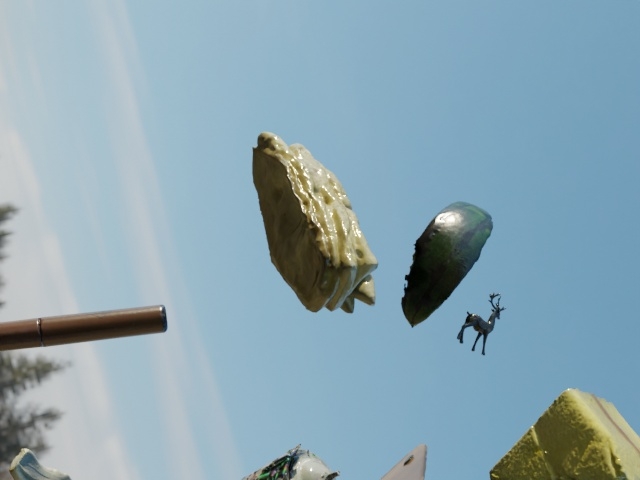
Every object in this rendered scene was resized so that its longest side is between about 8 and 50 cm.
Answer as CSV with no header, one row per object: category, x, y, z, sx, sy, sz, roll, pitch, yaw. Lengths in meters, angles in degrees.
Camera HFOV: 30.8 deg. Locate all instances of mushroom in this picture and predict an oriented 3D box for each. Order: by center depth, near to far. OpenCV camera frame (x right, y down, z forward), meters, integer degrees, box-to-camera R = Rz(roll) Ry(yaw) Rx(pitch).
mushroom,-0.445,0.389,1.867,0.202,0.054,0.059,60,27,-56

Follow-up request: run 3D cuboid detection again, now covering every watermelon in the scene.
watermelon,0.247,0.031,2.261,0.123,0.301,0.129,27,-24,14

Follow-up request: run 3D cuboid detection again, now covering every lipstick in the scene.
lipstick,-0.459,0.162,2.123,0.057,0.357,0.057,173,-90,-81

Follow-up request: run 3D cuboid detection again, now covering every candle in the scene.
candle,-0.053,0.540,2.462,0.330,0.187,0.187,-36,-116,31

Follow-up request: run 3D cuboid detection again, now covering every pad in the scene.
pad,0.076,0.482,1.989,0.018,0.286,0.284,45,13,-2

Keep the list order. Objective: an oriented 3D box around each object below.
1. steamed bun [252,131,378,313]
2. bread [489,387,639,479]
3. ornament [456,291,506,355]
steamed bun,0.000,0.000,2.154,0.428,0.189,0.247,59,-45,48
bread,0.451,0.418,2.052,0.236,0.263,0.198,-44,-121,15
ornament,0.308,0.149,2.208,0.073,0.125,0.028,35,-16,-21
